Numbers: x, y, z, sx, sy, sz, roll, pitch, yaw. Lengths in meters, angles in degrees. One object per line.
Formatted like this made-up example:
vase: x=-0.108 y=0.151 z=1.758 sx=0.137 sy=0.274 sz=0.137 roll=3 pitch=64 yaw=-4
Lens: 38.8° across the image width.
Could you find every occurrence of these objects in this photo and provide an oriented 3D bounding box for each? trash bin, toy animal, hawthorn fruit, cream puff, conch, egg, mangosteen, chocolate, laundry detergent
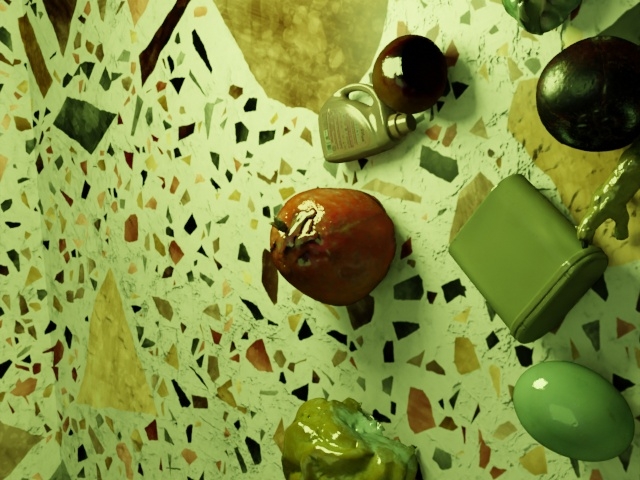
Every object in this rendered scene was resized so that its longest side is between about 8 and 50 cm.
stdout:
trash bin: x=0.393 y=0.032 z=1.761 sx=0.247 sy=0.121 sz=0.243 roll=53 pitch=125 yaw=29
toy animal: x=0.534 y=-0.084 z=1.629 sx=0.103 sy=0.101 sz=0.218 roll=46 pitch=117 yaw=28
hawthorn fruit: x=0.000 y=0.000 z=1.995 sx=0.276 sy=0.307 sz=0.276 roll=-16 pitch=69 yaw=45
cream puff: x=0.036 y=0.516 z=2.013 sx=0.323 sy=0.274 sz=0.269 roll=34 pitch=105 yaw=39
conch: x=0.425 y=-0.531 z=1.668 sx=0.277 sy=0.220 sz=0.195 roll=-56 pitch=18 yaw=3
egg: x=0.466 y=0.314 z=1.677 sx=0.231 sy=0.168 sz=0.168 roll=26 pitch=110 yaw=34
mangosteen: x=0.497 y=-0.265 z=1.607 sx=0.216 sy=0.216 sz=0.216 roll=3 pitch=95 yaw=42
chocolate: x=0.185 y=-0.344 z=1.912 sx=0.177 sy=0.177 sz=0.176 roll=3 pitch=95 yaw=42
laundry detergent: x=0.101 y=-0.274 z=2.031 sx=0.237 sy=0.076 sz=0.171 roll=-14 pitch=82 yaw=41
